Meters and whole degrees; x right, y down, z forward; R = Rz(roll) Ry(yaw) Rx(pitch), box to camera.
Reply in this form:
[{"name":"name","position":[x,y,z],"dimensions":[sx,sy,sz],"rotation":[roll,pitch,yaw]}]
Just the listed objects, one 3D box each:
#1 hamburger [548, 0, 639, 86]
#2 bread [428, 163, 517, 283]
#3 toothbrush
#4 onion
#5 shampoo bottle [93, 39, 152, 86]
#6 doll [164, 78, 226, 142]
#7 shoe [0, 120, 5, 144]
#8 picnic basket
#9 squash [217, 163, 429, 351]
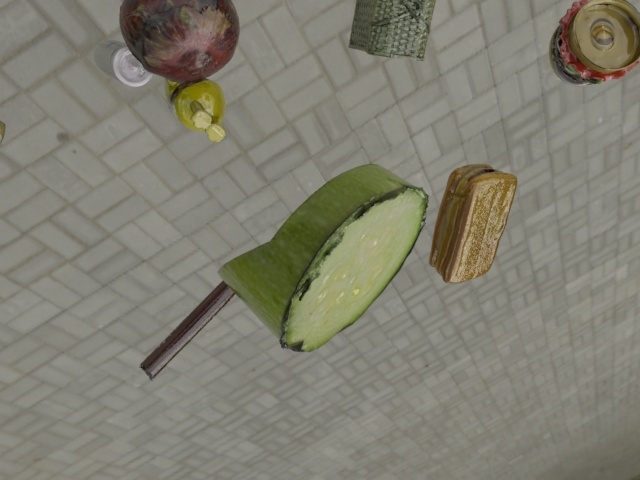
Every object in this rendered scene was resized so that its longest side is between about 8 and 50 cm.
[{"name":"hamburger","position":[0.535,-0.383,1.048],"dimensions":[0.175,0.175,0.137],"rotation":[-25,180,-2]},{"name":"bread","position":[0.244,-0.026,0.870],"dimensions":[0.116,0.077,0.200],"rotation":[-17,126,-37]},{"name":"toothbrush","position":[-0.187,0.106,0.979],"dimensions":[0.364,0.041,0.040],"rotation":[-47,144,-25]},{"name":"onion","position":[-0.281,-0.428,1.089],"dimensions":[0.247,0.190,0.246],"rotation":[-15,167,-4]},{"name":"shampoo bottle","position":[-0.488,-0.438,1.291],"dimensions":[0.092,0.303,0.092],"rotation":[-14,118,-27]},{"name":"doll","position":[-0.347,-0.397,1.426],"dimensions":[0.145,0.363,0.199],"rotation":[-39,138,5]},{"name":"shoe","position":[-0.339,-0.084,0.471],"dimensions":[0.109,0.072,0.069],"rotation":[-24,139,19]},{"name":"picnic basket","position":[0.155,-0.468,1.062],"dimensions":[0.134,0.154,0.196],"rotation":[2,113,-21]},{"name":"squash","position":[0.009,0.000,0.551],"dimensions":[0.220,0.133,0.220],"rotation":[-36,159,-16]}]
